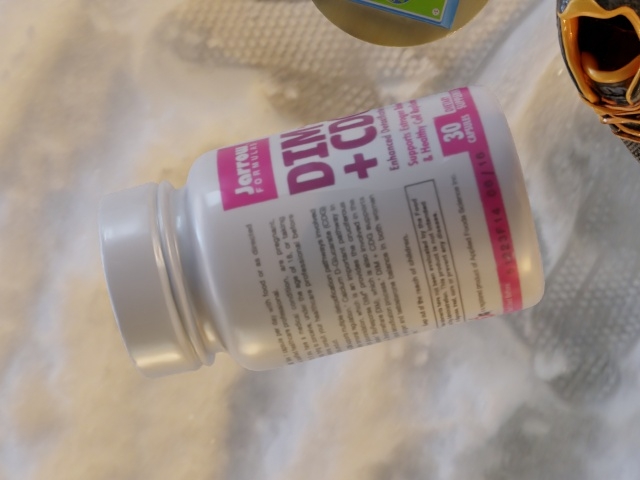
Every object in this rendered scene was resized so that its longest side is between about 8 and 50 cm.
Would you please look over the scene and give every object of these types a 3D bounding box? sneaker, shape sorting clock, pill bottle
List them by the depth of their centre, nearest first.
[{"bbox_3d":[0.185,-0.103,0.873,0.084,0.083,0.215,4,143,35],"label":"sneaker"},{"bbox_3d":[0.000,0.000,1.017,0.283,0.160,0.160,-14,106,3],"label":"pill bottle"},{"bbox_3d":[0.076,-0.286,1.386,0.206,0.040,0.206,0,91,7],"label":"shape sorting clock"}]
